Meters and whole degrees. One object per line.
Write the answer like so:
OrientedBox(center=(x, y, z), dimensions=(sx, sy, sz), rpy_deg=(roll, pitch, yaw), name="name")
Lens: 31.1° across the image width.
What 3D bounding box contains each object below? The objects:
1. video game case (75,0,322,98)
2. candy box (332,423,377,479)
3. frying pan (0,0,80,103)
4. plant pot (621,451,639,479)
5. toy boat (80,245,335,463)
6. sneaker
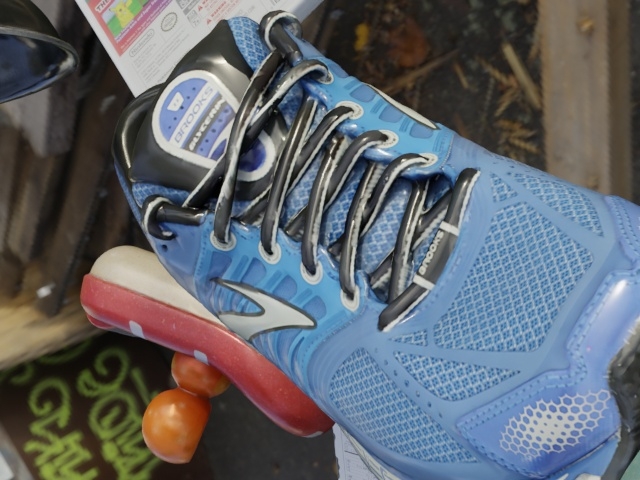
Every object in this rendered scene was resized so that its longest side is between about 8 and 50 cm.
OrientedBox(center=(-0.083, -0.200, 0.823), dimensions=(0.201, 0.023, 0.183), rpy_deg=(-42, 66, 20), name="video game case")
OrientedBox(center=(0.077, 0.146, 1.097), dimensions=(0.070, 0.165, 0.196), rpy_deg=(11, 127, 25), name="candy box")
OrientedBox(center=(-0.262, -0.067, 0.460), dimensions=(0.197, 0.326, 0.053), rpy_deg=(168, 94, -67), name="frying pan")
OrientedBox(center=(0.285, 0.077, 0.627), dimensions=(0.293, 0.293, 0.196), rpy_deg=(131, 145, -55), name="plant pot")
OrientedBox(center=(-0.093, 0.105, 0.914), dimensions=(0.231, 0.151, 0.151), rpy_deg=(19, 86, 26), name="toy boat")
OrientedBox(center=(0.000, 0.000, 0.428), dimensions=(0.147, 0.129, 0.330), rpy_deg=(39, 169, -29), name="sneaker")
